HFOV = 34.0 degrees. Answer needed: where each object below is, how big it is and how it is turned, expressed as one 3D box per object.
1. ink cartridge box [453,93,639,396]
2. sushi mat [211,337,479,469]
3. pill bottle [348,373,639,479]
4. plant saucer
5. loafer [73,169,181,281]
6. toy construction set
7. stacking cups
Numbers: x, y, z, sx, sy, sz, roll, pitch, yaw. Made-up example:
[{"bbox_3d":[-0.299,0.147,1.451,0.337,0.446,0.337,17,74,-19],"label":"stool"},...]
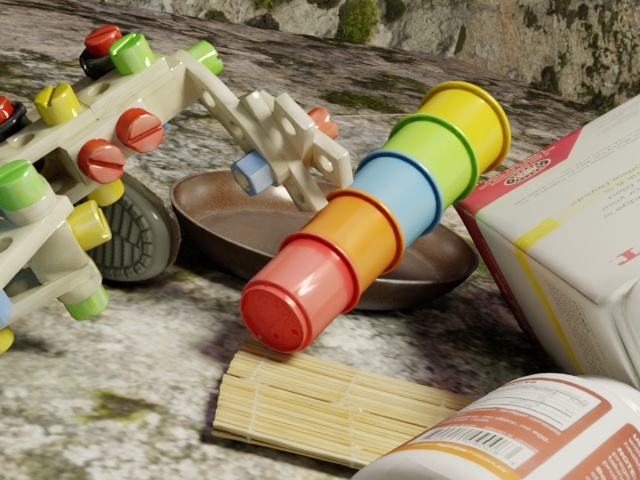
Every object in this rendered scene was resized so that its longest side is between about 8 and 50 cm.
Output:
[{"bbox_3d":[0.293,0.000,0.788,0.279,0.160,0.385,-28,13,1],"label":"ink cartridge box"},{"bbox_3d":[0.086,0.135,0.714,0.316,0.019,0.151,14,18,2],"label":"sushi mat"},{"bbox_3d":[0.106,0.138,0.538,0.121,0.121,0.216,24,20,30],"label":"pill bottle"},{"bbox_3d":[0.000,0.000,1.035,0.310,0.050,0.310,13,16,-4],"label":"plant saucer"},{"bbox_3d":[-0.196,-0.039,0.924,0.087,0.094,0.251,-9,28,-44],"label":"loafer"},{"bbox_3d":[-0.145,-0.053,0.747,0.327,0.151,0.215,-25,32,-28],"label":"toy construction set"},{"bbox_3d":[0.045,-0.029,0.851,0.096,0.096,0.316,22,41,26],"label":"stacking cups"}]
